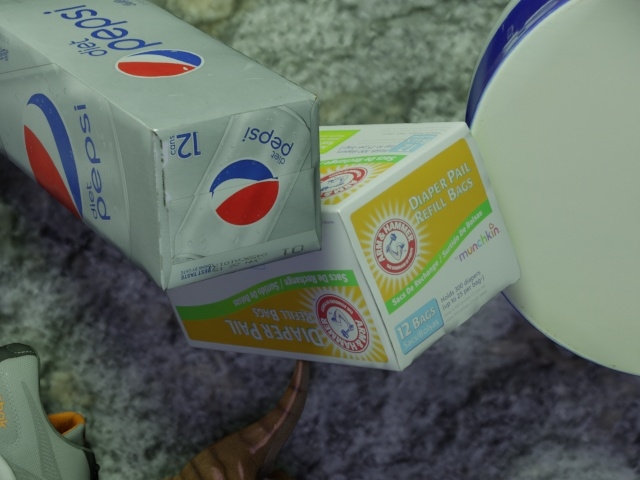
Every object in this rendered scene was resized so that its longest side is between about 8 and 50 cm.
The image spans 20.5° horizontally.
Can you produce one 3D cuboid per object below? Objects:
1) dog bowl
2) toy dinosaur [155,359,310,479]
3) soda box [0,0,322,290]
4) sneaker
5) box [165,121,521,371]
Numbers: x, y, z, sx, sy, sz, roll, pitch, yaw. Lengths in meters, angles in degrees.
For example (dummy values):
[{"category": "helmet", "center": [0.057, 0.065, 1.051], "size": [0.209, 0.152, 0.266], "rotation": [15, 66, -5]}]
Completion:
[{"category": "dog bowl", "center": [0.217, -0.053, 1.063], "size": [0.265, 0.104, 0.264], "rotation": [3, 114, 6]}, {"category": "toy dinosaur", "center": [-0.049, 0.150, 1.210], "size": [0.211, 0.064, 0.112], "rotation": [-40, 102, 21]}, {"category": "soda box", "center": [-0.110, -0.071, 1.003], "size": [0.098, 0.286, 0.091], "rotation": [-14, 117, -27]}, {"category": "sneaker", "center": [-0.188, 0.189, 1.228], "size": [0.108, 0.100, 0.271], "rotation": [-35, 125, -22]}, {"category": "box", "center": [0.000, 0.000, 1.057], "size": [0.203, 0.114, 0.103], "rotation": [2, 120, 49]}]
